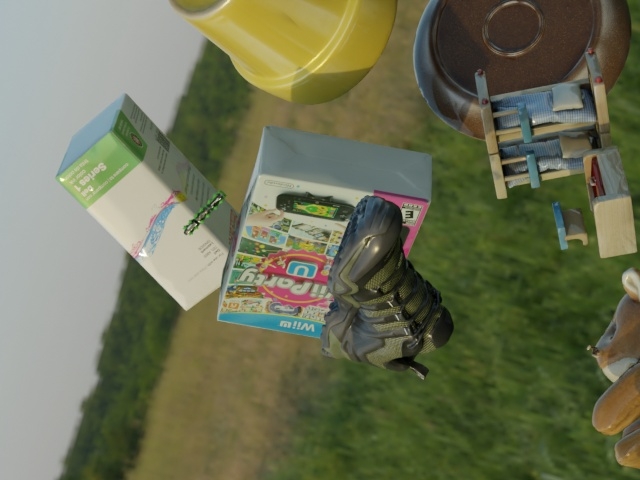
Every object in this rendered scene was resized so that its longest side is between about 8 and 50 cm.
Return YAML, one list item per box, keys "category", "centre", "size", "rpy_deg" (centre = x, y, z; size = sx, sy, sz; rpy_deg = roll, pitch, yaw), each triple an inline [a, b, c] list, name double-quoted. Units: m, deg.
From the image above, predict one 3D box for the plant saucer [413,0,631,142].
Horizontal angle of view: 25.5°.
- category: "plant saucer"
  centre: [0.271, -0.286, 1.955]
  size: [0.050, 0.310, 0.311]
  rpy_deg: [45, -124, -62]

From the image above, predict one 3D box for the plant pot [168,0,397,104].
- category: "plant pot"
  centre: [-0.066, -0.333, 1.870]
  size: [0.254, 0.239, 0.254]
  rpy_deg: [-14, 68, 38]

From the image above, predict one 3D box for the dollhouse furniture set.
- category: "dollhouse furniture set"
  centre: [0.237, -0.084, 1.434]
  size: [0.184, 0.129, 0.129]
  rpy_deg: [-91, -13, -49]

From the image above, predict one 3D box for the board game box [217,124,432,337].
- category: "board game box"
  centre: [0.000, 0.000, 1.871]
  size: [0.303, 0.224, 0.098]
  rpy_deg: [109, 167, -48]

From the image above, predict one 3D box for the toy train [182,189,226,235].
- category: "toy train"
  centre: [-0.159, -0.038, 1.937]
  size: [0.083, 0.017, 0.024]
  rpy_deg: [-45, 5, 23]

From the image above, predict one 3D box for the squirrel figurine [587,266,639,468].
- category: "squirrel figurine"
  centre: [0.598, 0.183, 2.171]
  size: [0.397, 0.281, 0.370]
  rpy_deg: [-44, 30, 21]

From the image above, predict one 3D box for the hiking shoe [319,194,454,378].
- category: "hiking shoe"
  centre: [0.067, 0.043, 1.234]
  size: [0.227, 0.114, 0.086]
  rpy_deg: [96, -167, -59]

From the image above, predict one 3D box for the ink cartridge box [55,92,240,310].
- category: "ink cartridge box"
  centre: [-0.242, -0.058, 2.074]
  size: [0.117, 0.278, 0.201]
  rpy_deg: [-39, 18, 12]
